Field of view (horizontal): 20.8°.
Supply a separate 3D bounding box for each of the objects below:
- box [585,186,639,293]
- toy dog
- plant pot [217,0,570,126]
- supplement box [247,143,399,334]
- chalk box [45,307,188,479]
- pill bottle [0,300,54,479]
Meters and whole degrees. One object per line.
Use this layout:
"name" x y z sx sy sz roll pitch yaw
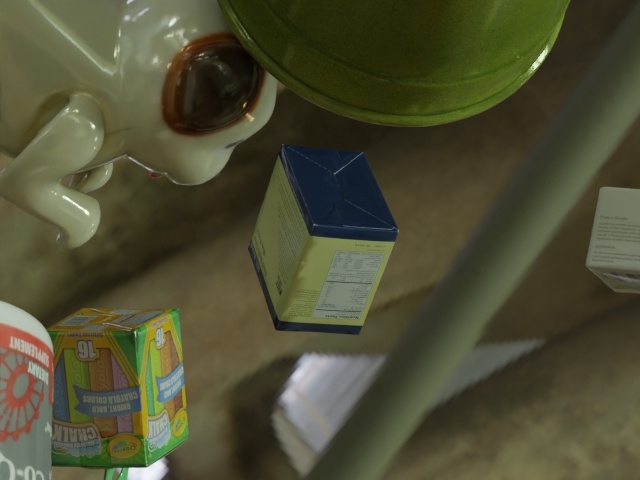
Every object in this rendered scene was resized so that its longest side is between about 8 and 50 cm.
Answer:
"box" 0.332 0.004 1.739 0.101 0.087 0.102 5 -14 29
"toy dog" -0.242 -0.194 1.770 0.408 0.395 0.284 15 14 -3
"plant pot" 0.106 -0.338 1.552 0.366 0.366 0.353 41 -23 4
"supplement box" 0.000 0.000 1.068 0.083 0.056 0.083 -111 -147 -49
"chalk box" -0.241 0.196 2.061 0.132 0.213 0.132 -2 10 18
"pill bottle" -0.296 0.232 1.234 0.210 0.363 0.210 -2 -21 -1
